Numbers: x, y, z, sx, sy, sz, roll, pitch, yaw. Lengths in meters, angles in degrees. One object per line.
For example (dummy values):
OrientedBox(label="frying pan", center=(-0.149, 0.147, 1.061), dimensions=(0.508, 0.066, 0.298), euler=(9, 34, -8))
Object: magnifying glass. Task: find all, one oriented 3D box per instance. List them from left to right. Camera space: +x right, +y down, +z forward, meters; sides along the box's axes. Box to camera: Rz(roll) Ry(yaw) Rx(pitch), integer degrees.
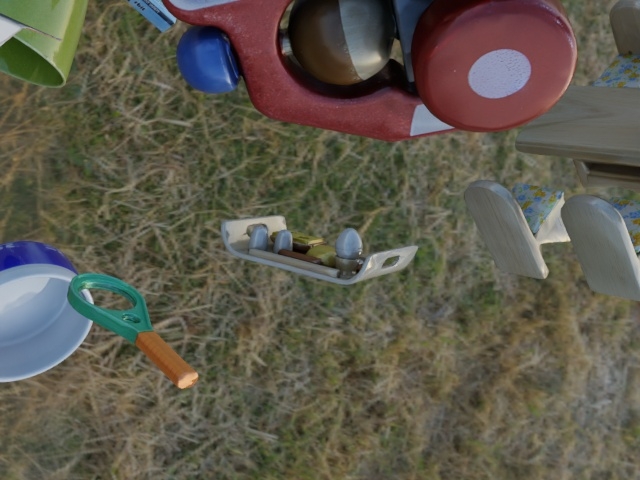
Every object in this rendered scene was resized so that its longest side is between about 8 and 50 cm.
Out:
OrientedBox(label="magnifying glass", center=(-0.222, 0.102, 1.025), dimensions=(0.092, 0.231, 0.026), euler=(0, 119, -48))

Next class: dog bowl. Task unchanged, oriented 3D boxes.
OrientedBox(label="dog bowl", center=(-0.565, 0.133, 1.602), dimensions=(0.265, 0.104, 0.265), euler=(-23, 140, -22))

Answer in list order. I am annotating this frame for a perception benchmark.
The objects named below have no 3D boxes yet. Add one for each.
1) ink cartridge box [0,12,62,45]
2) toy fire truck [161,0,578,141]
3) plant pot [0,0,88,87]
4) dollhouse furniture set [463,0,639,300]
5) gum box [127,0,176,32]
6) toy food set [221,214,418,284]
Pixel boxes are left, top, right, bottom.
OrientedBox(label="ink cartridge box", center=(-0.306, -0.168, 0.590), dimensions=(0.181, 0.224, 0.056), euler=(25, 94, 3))
OrientedBox(label="toy fire truck", center=(0.016, -0.185, 0.532), dimensions=(0.302, 0.254, 0.169), euler=(73, 12, -47))
OrientedBox(label="plant pot", center=(-0.511, -0.463, 1.493), dimensions=(0.275, 0.275, 0.293), euler=(30, 76, -36))
OrientedBox(label="dollhouse furniture set", center=(0.388, -0.147, 0.914), dimensions=(0.362, 0.394, 0.256), euler=(-48, 127, -23))
OrientedBox(label="gum box", center=(-0.337, -0.522, 1.682), dimensions=(0.157, 0.041, 0.184), euler=(39, 41, -34))
OrientedBox(label="toy food set", center=(0.000, 0.000, 1.598), dimensions=(0.220, 0.306, 0.092), euler=(-10, 112, -62))
